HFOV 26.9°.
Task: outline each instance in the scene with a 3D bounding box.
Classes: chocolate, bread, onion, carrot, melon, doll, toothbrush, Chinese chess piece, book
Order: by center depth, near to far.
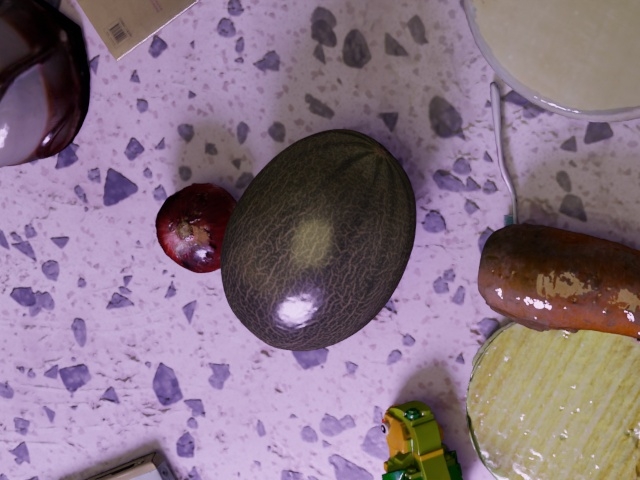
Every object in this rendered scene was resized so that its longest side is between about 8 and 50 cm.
[{"bbox_3d":[0.343,-0.316,1.597,0.349,0.146,0.349,5,106,18],"label":"Chinese chess piece"},{"bbox_3d":[0.352,0.055,1.705,0.301,0.139,0.139,5,106,14],"label":"carrot"},{"bbox_3d":[0.000,0.000,1.750,0.237,0.237,0.302,34,112,7],"label":"melon"},{"bbox_3d":[0.242,-0.108,1.759,0.022,0.017,0.204,-8,103,1],"label":"toothbrush"},{"bbox_3d":[0.336,0.235,1.806,0.301,0.045,0.301,4,103,18],"label":"bread"},{"bbox_3d":[0.141,0.314,1.854,0.134,0.106,0.186,-33,74,63],"label":"doll"},{"bbox_3d":[-0.259,-0.370,1.859,0.192,0.013,0.168,-31,93,23],"label":"book"},{"bbox_3d":[-0.166,-0.018,1.869,0.131,0.131,0.131,5,106,18],"label":"onion"},{"bbox_3d":[-0.483,-0.220,1.883,0.283,0.186,0.284,5,105,17],"label":"chocolate"}]

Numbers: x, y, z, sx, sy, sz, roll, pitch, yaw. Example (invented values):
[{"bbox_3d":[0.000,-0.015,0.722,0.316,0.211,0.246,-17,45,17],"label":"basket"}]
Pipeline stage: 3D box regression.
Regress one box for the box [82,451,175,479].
[{"bbox_3d":[-0.316,0.463,2.089,0.270,0.045,0.211,-26,95,23],"label":"box"}]
